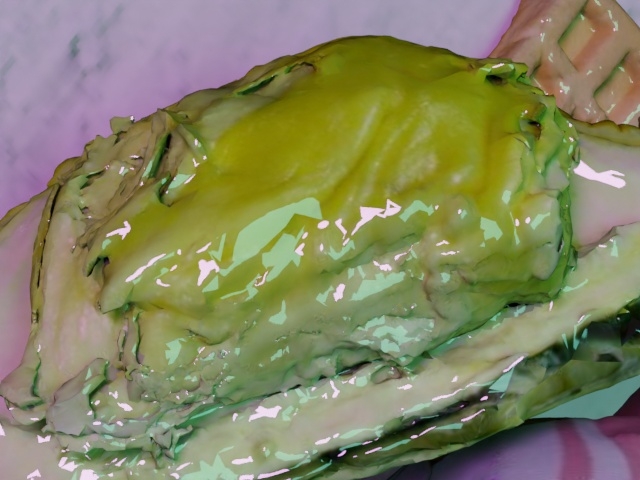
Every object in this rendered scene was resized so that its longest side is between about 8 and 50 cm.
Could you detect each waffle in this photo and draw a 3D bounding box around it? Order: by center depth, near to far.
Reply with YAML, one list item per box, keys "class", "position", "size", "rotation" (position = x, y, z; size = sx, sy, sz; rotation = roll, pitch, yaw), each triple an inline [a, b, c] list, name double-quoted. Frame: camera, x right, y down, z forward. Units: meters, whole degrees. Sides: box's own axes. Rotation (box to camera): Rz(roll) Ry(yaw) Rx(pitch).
- class: "waffle"
  position: [0.059, -0.004, 0.603]
  size: [0.153, 0.023, 0.097]
  rotation: [-48, 111, -21]

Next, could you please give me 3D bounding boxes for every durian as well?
- class: "durian"
  position: [0.001, 0.006, 0.503]
  size: [0.375, 0.132, 0.107]
  rotation: [-20, 97, -10]

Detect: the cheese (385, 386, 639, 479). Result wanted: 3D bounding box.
- class: "cheese"
  position: [0.003, 0.141, 0.496]
  size: [0.074, 0.189, 0.286]
  rotation: [44, 90, -9]
